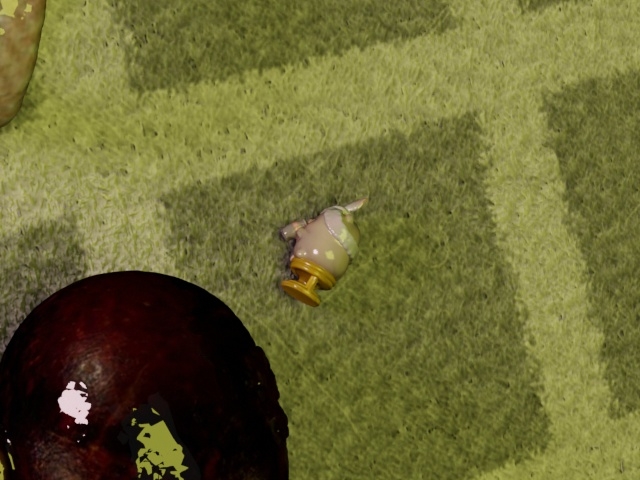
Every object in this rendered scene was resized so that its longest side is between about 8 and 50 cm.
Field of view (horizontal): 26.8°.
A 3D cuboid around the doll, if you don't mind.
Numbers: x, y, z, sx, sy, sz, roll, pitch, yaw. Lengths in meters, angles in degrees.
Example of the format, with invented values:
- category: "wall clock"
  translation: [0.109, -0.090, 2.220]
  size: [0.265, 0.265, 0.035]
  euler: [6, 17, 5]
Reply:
- category: "doll"
  translation: [0.000, 0.000, 1.410]
  size: [0.084, 0.073, 0.127]
  euler: [28, 75, 8]

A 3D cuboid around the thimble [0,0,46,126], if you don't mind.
- category: "thimble"
  translation: [-0.328, -0.210, 1.153]
  size: [0.148, 0.196, 0.229]
  euler: [3, 124, -32]

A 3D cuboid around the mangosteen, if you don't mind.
- category: "mangosteen"
  translation: [-0.171, 0.180, 1.197]
  size: [0.297, 0.293, 0.297]
  euler: [46, 25, -29]
